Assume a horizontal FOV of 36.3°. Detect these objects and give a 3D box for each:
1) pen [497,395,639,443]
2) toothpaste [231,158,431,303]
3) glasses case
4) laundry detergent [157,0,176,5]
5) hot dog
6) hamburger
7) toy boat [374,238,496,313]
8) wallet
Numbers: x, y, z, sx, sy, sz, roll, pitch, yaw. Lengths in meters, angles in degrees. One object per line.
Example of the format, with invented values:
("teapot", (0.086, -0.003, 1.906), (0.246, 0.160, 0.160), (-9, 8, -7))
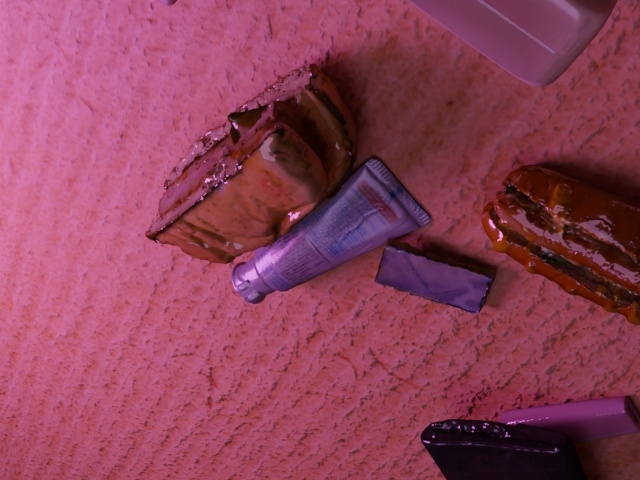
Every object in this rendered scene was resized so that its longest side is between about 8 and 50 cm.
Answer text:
("pen", (0.249, 0.203, 1.062), (0.197, 0.032, 0.053), (-18, 119, 38))
("toothpaste", (0.000, 0.000, 1.020), (0.234, 0.057, 0.089), (-31, 111, 37))
("glasses case", (0.059, -0.253, 0.686), (0.336, 0.144, 0.076), (34, 137, -2))
("laundry detergent", (-0.218, -0.351, 0.808), (0.335, 0.088, 0.159), (41, 137, -6))
("hot dog", (0.270, 0.016, 0.856), (0.269, 0.072, 0.115), (25, 129, 11))
("hamburger", (-0.056, -0.068, 0.952), (0.131, 0.124, 0.262), (30, 145, -23))
("toy boat", (0.116, 0.037, 0.990), (0.115, 0.016, 0.063), (18, 138, 5))
("wallet", (0.244, 0.308, 1.124), (0.171, 0.044, 0.321), (-2, 137, 31))
